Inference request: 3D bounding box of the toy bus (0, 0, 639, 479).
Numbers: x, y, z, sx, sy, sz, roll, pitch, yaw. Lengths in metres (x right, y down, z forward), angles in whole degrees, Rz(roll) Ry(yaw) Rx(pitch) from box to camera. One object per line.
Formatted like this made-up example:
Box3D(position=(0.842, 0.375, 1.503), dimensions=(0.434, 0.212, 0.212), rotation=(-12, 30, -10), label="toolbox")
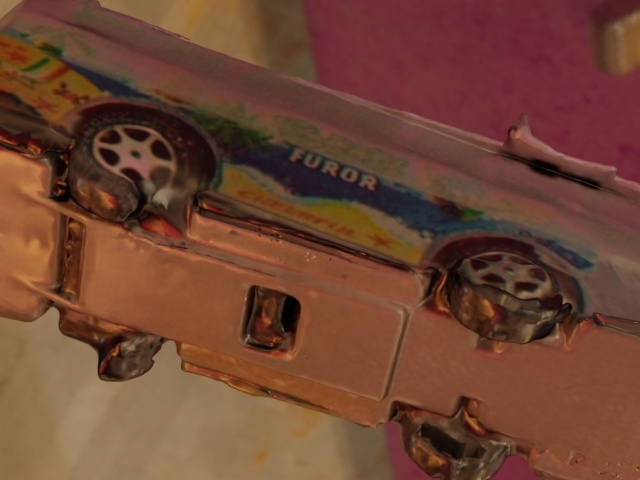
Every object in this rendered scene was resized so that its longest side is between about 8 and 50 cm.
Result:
Box3D(position=(0.000, 0.000, 0.702), dimensions=(0.138, 0.317, 0.112), rotation=(-67, 174, -50), label="toy bus")
